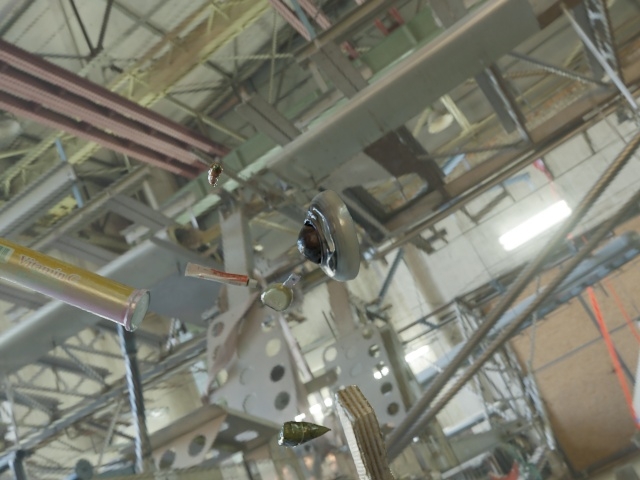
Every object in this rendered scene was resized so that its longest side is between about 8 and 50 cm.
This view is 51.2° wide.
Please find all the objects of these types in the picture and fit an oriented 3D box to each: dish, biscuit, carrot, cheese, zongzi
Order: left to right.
[{"bbox_3d":[-0.278,-0.169,1.749,0.035,0.035,0.142,-19,-13,-20],"label":"carrot"},{"bbox_3d":[-0.115,0.158,2.118,0.192,0.097,0.037,-48,15,45],"label":"cheese"},{"bbox_3d":[-0.048,0.526,1.795,0.130,0.062,0.154,0,-28,-11],"label":"zongzi"},{"bbox_3d":[0.000,0.000,1.936,0.133,0.273,0.273,-16,-23,-19],"label":"dish"},{"bbox_3d":[0.138,0.595,1.832,0.078,0.144,0.426,-23,-60,-11],"label":"biscuit"}]

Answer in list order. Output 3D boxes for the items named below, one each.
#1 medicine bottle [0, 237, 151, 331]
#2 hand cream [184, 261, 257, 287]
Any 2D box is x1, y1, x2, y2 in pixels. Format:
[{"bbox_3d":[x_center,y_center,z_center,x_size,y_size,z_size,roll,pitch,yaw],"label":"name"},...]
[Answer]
[{"bbox_3d":[-0.629,0.094,1.624,0.108,0.425,0.108,21,-90,-85],"label":"medicine bottle"},{"bbox_3d":[-0.292,0.106,1.986,0.216,0.038,0.052,14,7,-10],"label":"hand cream"}]
